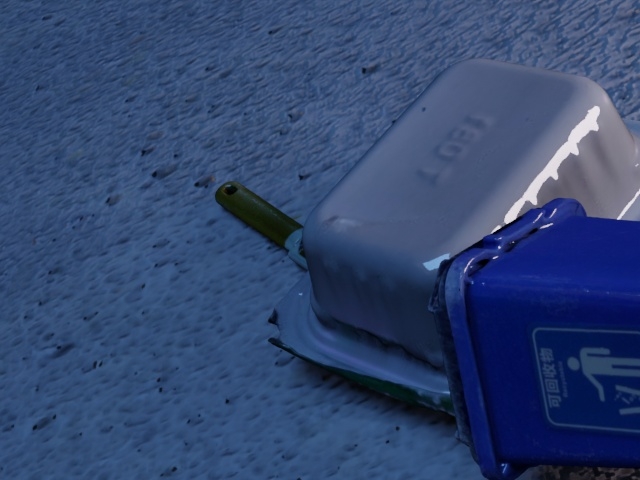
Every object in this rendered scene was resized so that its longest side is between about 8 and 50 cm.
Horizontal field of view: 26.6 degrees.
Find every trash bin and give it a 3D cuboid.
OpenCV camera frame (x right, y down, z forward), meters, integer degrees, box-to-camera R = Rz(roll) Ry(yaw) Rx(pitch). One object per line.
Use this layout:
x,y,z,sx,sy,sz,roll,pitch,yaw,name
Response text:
0.209,0.061,0.849,0.234,0.163,0.184,0,20,43,trash bin

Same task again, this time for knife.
0.001,-0.001,1.218,0.061,0.027,0.343,-38,37,-14,knife

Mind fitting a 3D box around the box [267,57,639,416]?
0.117,-0.031,1.079,0.264,0.106,0.337,18,57,41,box
